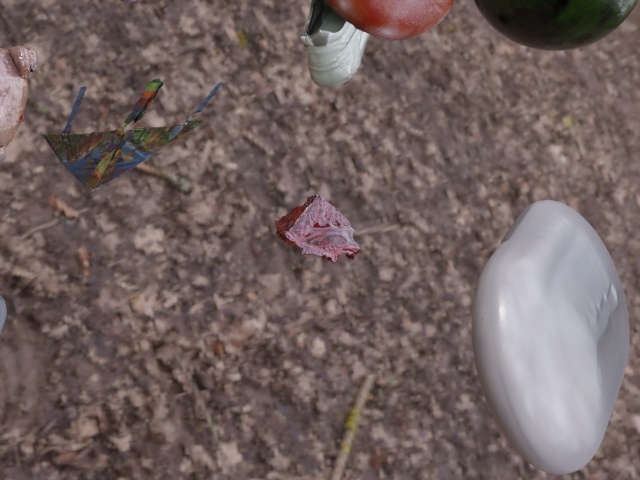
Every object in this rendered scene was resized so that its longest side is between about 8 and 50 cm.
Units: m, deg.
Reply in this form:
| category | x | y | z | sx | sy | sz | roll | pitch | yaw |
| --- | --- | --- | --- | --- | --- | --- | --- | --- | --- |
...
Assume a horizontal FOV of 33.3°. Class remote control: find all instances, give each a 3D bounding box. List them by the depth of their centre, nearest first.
| category | x | y | z | sx | sy | sz | roll | pitch | yaw |
| --- | --- | --- | --- | --- | --- | --- | --- | --- | --- |
| remote control | 0.232 | 0.087 | 1.051 | 0.332 | 0.103 | 0.221 | -42 | 113 | -56 |

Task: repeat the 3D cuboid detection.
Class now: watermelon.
| category | x | y | z | sx | sy | sz | roll | pitch | yaw |
| --- | --- | --- | --- | --- | --- | --- | --- | --- | --- |
| watermelon | 0.308 | -0.369 | 1.406 | 0.242 | 0.242 | 0.242 | 22 | 60 | -43 |

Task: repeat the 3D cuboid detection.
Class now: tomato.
| category | x | y | z | sx | sy | sz | roll | pitch | yaw |
| --- | --- | --- | --- | --- | --- | --- | --- | --- | --- |
| tomato | 0.089 | -0.314 | 1.250 | 0.166 | 0.082 | 0.174 | 48 | 56 | -12 |

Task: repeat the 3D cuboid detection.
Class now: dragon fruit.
| category | x | y | z | sx | sy | sz | roll | pitch | yaw |
| --- | --- | --- | --- | --- | --- | --- | --- | --- | --- |
| dragon fruit | -0.001 | 0.001 | 1.685 | 0.131 | 0.097 | 0.063 | 42 | 21 | -21 |

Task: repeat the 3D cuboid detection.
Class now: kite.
| category | x | y | z | sx | sy | sz | roll | pitch | yaw |
| --- | --- | --- | --- | --- | --- | --- | --- | --- | --- |
| kite | -0.187 | -0.099 | 1.011 | 0.183 | 0.160 | 0.010 | -11 | 60 | -45 |

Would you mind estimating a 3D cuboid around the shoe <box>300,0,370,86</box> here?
| category | x | y | z | sx | sy | sz | roll | pitch | yaw |
| --- | --- | --- | --- | --- | --- | --- | --- | --- | --- |
| shoe | 0.045 | -0.455 | 2.033 | 0.159 | 0.124 | 0.316 | 48 | 59 | -50 |

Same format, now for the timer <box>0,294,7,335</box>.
| category | x | y | z | sx | sy | sz | roll | pitch | yaw |
| --- | --- | --- | --- | --- | --- | --- | --- | --- | --- |
| timer | -0.502 | 0.106 | 1.376 | 0.187 | 0.055 | 0.144 | 28 | 62 | -32 |

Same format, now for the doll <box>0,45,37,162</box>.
| category | x | y | z | sx | sy | sz | roll | pitch | yaw |
| --- | --- | --- | --- | --- | --- | --- | --- | --- | --- |
| doll | -0.591 | -0.237 | 1.607 | 0.156 | 0.303 | 0.201 | 40 | 67 | -83 |

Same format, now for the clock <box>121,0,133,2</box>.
| category | x | y | z | sx | sy | sz | roll | pitch | yaw |
| --- | --- | --- | --- | --- | --- | --- | --- | --- | --- |
| clock | -0.153 | -0.336 | 0.885 | 0.090 | 0.248 | 0.227 | -27 | 94 | -23 |
